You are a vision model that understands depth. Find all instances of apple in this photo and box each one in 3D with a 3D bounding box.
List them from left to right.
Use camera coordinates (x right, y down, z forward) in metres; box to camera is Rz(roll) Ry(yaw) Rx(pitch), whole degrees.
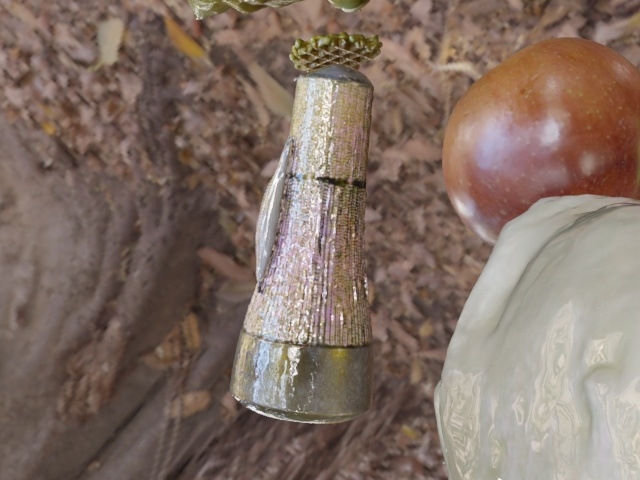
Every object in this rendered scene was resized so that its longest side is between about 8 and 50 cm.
[{"bbox_3d":[0.203,-0.086,0.981,0.201,0.201,0.162,128,127,-66],"label":"apple"}]

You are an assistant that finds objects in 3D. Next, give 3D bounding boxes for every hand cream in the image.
[{"bbox_3d":[0.000,0.000,0.634,0.084,0.203,0.084,7,-176,-1],"label":"hand cream"}]

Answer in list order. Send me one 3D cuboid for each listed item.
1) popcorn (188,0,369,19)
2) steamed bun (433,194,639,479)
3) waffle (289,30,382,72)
[{"bbox_3d":[-0.026,-0.251,0.754,0.249,0.249,0.225,30,163,18],"label":"popcorn"},{"bbox_3d":[0.202,0.140,0.426,0.339,0.247,0.352,20,-174,-13],"label":"steamed bun"},{"bbox_3d":[0.012,-0.164,0.974,0.078,0.016,0.085,2,167,-12],"label":"waffle"}]
